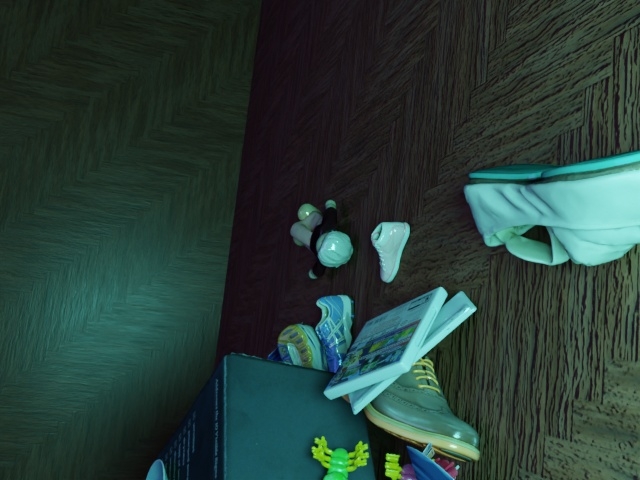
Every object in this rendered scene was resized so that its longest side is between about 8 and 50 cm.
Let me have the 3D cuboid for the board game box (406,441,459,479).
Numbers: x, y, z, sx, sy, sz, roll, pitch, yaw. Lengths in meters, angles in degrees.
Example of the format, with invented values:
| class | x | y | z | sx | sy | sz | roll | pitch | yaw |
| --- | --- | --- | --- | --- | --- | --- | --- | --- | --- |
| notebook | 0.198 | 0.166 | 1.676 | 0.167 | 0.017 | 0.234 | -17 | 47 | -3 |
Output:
| class | x | y | z | sx | sy | sz | roll | pitch | yaw |
| --- | --- | --- | --- | --- | --- | --- | --- | --- | --- |
| board game box | 0.187 | 0.342 | 0.934 | 0.133 | 0.033 | 0.168 | 34 | 155 | 38 |

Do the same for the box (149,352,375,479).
| class | x | y | z | sx | sy | sz | roll | pitch | yaw |
| --- | --- | --- | --- | --- | --- | --- | --- | --- | --- |
| box | -0.127 | 0.549 | 1.234 | 0.479 | 0.298 | 0.471 | -98 | 30 | -43 |

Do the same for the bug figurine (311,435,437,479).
| class | x | y | z | sx | sy | sz | roll | pitch | yaw |
| --- | --- | --- | --- | --- | --- | --- | --- | --- | --- |
| bug figurine | 0.077 | 0.413 | 1.033 | 0.216 | 0.279 | 0.072 | -71 | -12 | -57 |

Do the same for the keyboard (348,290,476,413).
| class | x | y | z | sx | sy | sz | roll | pitch | yaw |
| --- | --- | --- | --- | --- | --- | --- | --- | --- | --- |
| keyboard | 0.142 | 0.179 | 1.076 | 0.256 | 0.014 | 0.072 | -42 | 12 | 8 |

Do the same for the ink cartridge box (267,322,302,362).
| class | x | y | z | sx | sy | sz | roll | pitch | yaw |
| --- | --- | --- | --- | --- | --- | --- | --- | --- | --- |
| ink cartridge box | -0.108 | 0.345 | 1.781 | 0.206 | 0.045 | 0.208 | -39 | -26 | -59 |

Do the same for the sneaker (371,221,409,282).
| class | x | y | z | sx | sy | sz | roll | pitch | yaw |
| --- | --- | --- | --- | --- | --- | --- | --- | --- | --- |
| sneaker | 0.127 | 0.021 | 1.346 | 0.051 | 0.070 | 0.134 | -116 | 37 | -58 |

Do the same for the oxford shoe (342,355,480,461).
| class | x | y | z | sx | sy | sz | roll | pitch | yaw |
| --- | --- | --- | --- | --- | --- | --- | --- | --- | --- |
| oxford shoe | 0.142 | 0.247 | 1.095 | 0.132 | 0.130 | 0.364 | -63 | 26 | -5 |

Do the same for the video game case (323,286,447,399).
| class | x | y | z | sx | sy | sz | roll | pitch | yaw |
| --- | --- | --- | --- | --- | --- | --- | --- | --- | --- |
| video game case | 0.109 | 0.173 | 1.120 | 0.201 | 0.023 | 0.183 | -33 | 14 | 46 |

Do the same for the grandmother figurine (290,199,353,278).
| class | x | y | z | sx | sy | sz | roll | pitch | yaw |
| --- | --- | --- | --- | --- | --- | --- | --- | --- | --- |
| grandmother figurine | 0.000 | 0.000 | 1.720 | 0.342 | 0.104 | 0.207 | -145 | 56 | -74 |

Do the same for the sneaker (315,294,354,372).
| class | x | y | z | sx | sy | sz | roll | pitch | yaw |
| --- | --- | --- | --- | --- | --- | --- | --- | --- | --- |
| sneaker | 0.028 | 0.226 | 1.535 | 0.080 | 0.081 | 0.211 | 132 | 142 | -58 |

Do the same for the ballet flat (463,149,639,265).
| class | x | y | z | sx | sy | sz | roll | pitch | yaw |
| --- | --- | --- | --- | --- | --- | --- | --- | --- | --- |
| ballet flat | 0.293 | -0.034 | 0.786 | 0.400 | 0.139 | 0.139 | -170 | 89 | -77 |

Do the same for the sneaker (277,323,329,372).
| class | x | y | z | sx | sy | sz | roll | pitch | yaw |
| --- | --- | --- | --- | --- | --- | --- | --- | --- | --- |
| sneaker | 0.002 | 0.335 | 1.561 | 0.112 | 0.131 | 0.296 | -22 | 75 | 29 |

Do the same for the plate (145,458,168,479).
| class | x | y | z | sx | sy | sz | roll | pitch | yaw |
| --- | --- | --- | --- | --- | --- | --- | --- | --- | --- |
| plate | -0.322 | 0.523 | 1.299 | 0.188 | 0.024 | 0.188 | -47 | 34 | 47 |
